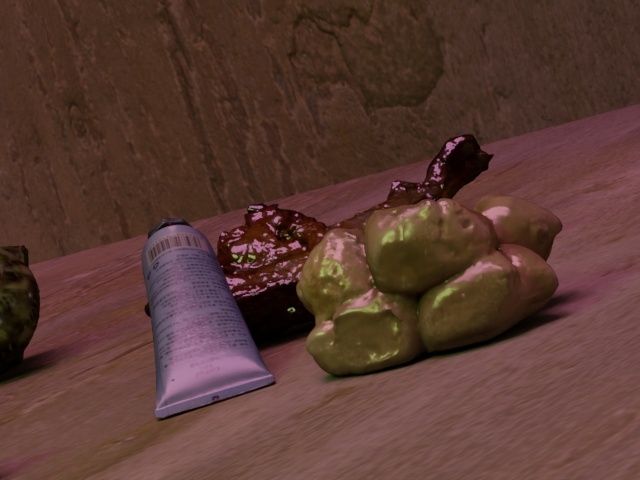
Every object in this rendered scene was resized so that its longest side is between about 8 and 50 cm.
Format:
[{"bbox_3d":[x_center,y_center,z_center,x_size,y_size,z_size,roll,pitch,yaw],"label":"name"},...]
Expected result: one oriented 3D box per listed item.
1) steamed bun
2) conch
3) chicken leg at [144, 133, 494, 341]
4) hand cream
[{"bbox_3d":[0.082,0.016,1.394,0.192,0.106,0.177,-11,9,37],"label":"steamed bun"},{"bbox_3d":[-0.350,0.065,2.016,0.124,0.187,0.181,16,-43,-9],"label":"conch"},{"bbox_3d":[0.004,0.006,1.694,0.322,0.083,0.177,-18,34,6],"label":"chicken leg"},{"bbox_3d":[-0.101,0.059,1.543,0.091,0.058,0.271,-15,28,-5],"label":"hand cream"}]
